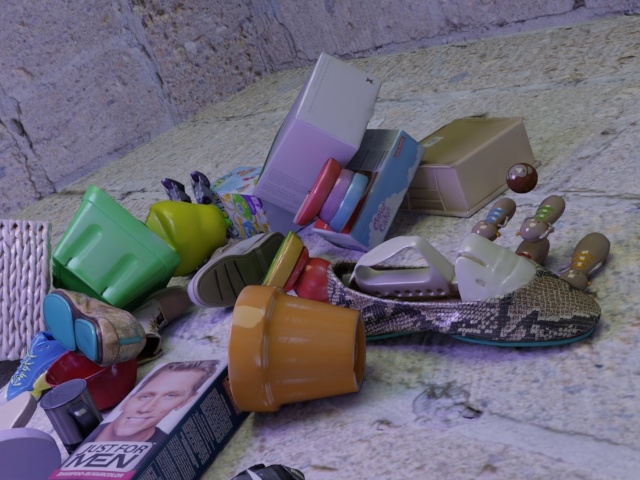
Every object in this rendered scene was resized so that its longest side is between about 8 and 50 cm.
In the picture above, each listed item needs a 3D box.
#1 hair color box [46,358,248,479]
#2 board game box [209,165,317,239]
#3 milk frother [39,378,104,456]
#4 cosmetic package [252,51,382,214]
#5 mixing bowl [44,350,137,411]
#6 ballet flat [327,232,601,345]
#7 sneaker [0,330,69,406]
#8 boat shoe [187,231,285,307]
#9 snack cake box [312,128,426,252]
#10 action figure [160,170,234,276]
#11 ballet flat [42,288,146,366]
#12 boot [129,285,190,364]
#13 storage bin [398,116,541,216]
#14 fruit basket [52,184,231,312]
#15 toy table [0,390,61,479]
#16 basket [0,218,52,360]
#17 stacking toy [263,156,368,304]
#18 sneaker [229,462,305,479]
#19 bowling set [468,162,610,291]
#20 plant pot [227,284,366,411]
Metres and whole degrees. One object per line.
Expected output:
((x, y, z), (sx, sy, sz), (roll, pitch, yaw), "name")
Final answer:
((-0.267, 0.325, 1.384), (0.174, 0.105, 0.347), (-8, 24, 31), "hair color box")
((-0.160, -0.094, 2.268), (0.144, 0.142, 0.275), (-34, 24, -29), "board game box")
((-0.375, 0.297, 1.515), (0.129, 0.134, 0.143), (-4, 27, 38), "milk frother")
((-0.013, -0.224, 1.991), (0.365, 0.155, 0.197), (127, 165, -59), "cosmetic package")
((-0.422, 0.262, 1.700), (0.181, 0.098, 0.181), (-19, 20, 7), "mixing bowl")
((0.198, 0.075, 1.441), (0.483, 0.182, 0.164), (-3, 26, 39), "ballet flat")
((-0.592, 0.257, 1.840), (0.240, 0.126, 0.091), (-28, 21, -17), "sneaker")
((-0.195, 0.069, 1.960), (0.103, 0.113, 0.302), (-6, 15, 38), "boat shoe")
((0.105, -0.111, 1.943), (0.152, 0.089, 0.264), (13, 74, 54), "snack cake box")
((-0.304, -0.031, 2.177), (0.185, 0.099, 0.285), (-22, 61, 5), "action figure")
((-0.425, 0.161, 1.683), (0.123, 0.123, 0.348), (-32, 22, -25), "ballet flat")
((-0.351, 0.181, 1.869), (0.213, 0.077, 0.165), (-30, 23, -17), "boot")
((0.310, -0.172, 2.034), (0.262, 0.123, 0.260), (-34, 23, -30), "storage bin")
((-0.399, 0.003, 1.988), (0.392, 0.283, 0.392), (-50, 2, 3), "fruit basket")
((-0.566, 0.361, 1.428), (0.274, 0.252, 0.161), (-21, 35, -20), "toy table")
((-0.768, 0.101, 1.974), (0.266, 0.331, 0.328), (1, -2, -32), "basket")
((0.000, 0.000, 1.850), (0.309, 0.130, 0.279), (-64, 4, -13), "stacking toy")
((-0.048, 0.342, 1.163), (0.106, 0.078, 0.234), (-37, 24, -31), "sneaker")
((0.331, -0.016, 1.532), (0.287, 0.200, 0.154), (-8, 25, 42), "bowling set")
((-0.028, 0.176, 1.425), (0.188, 0.205, 0.205), (1, 26, 12), "plant pot")
